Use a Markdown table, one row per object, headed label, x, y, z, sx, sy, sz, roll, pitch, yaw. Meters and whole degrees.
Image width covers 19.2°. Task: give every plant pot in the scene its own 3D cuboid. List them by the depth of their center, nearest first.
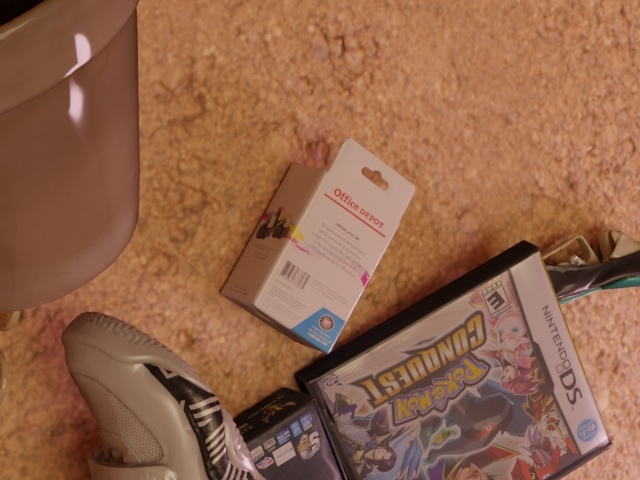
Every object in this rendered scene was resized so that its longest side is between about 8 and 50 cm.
| label | x | y | z | sx | sy | sz | roll | pitch | yaw |
| --- | --- | --- | --- | --- | --- | --- | --- | --- | --- |
| plant pot | -0.266 | -0.109 | 1.456 | 0.323 | 0.323 | 0.280 | -36 | 134 | -24 |

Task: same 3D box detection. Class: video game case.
| label | x | y | z | sx | sy | sz | roll | pitch | yaw |
| --- | --- | --- | --- | --- | --- | --- | --- | --- | --- |
| video game case | 0.139 | 0.170 | 1.889 | 0.275 | 0.035 | 0.248 | -30 | 115 | -14 |

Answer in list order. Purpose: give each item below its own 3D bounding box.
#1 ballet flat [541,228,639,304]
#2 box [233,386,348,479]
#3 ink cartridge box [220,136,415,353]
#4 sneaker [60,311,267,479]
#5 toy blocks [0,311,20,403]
| label | x | y | z | sx | sy | sz | roll | pitch | yaw |
| --- | --- | --- | --- | --- | --- | --- | --- | --- | --- |
| ballet flat | 0.289 | 0.025 | 1.974 | 0.203 | 0.074 | 0.074 | -11 | 105 | -26 |
| box | -0.078 | 0.274 | 1.774 | 0.233 | 0.059 | 0.183 | -30 | 115 | -25 |
| ink cartridge box | 0.000 | 0.000 | 1.774 | 0.104 | 0.062 | 0.181 | 35 | 79 | -34 |
| sneaker | -0.150 | 0.251 | 1.605 | 0.210 | 0.137 | 0.365 | -40 | 107 | -26 |
| toy blocks | -0.330 | 0.077 | 1.569 | 0.148 | 0.054 | 0.123 | 8 | 94 | -35 |
